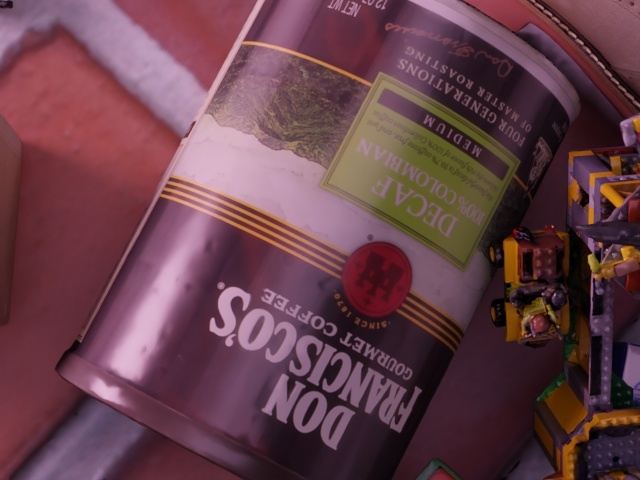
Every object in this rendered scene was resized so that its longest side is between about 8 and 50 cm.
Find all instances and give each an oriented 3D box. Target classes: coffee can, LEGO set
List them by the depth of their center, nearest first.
[{"bbox_3d":[0.266,0.055,0.799,0.331,0.192,0.255,2,111,-10],"label":"LEGO set"},{"bbox_3d":[0.000,0.000,0.909,0.201,0.201,0.275,27,84,-3],"label":"coffee can"}]

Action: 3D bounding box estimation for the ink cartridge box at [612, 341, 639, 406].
[{"bbox_3d":[0.273,0.105,0.979,0.207,0.097,0.046,12,85,-4],"label":"ink cartridge box"}]

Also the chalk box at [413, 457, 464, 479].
[{"bbox_3d":[0.078,0.220,0.879,0.132,0.213,0.132,40,82,26],"label":"chalk box"}]

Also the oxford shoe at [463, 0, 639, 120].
[{"bbox_3d":[0.225,-0.148,0.920,0.397,0.146,0.140,31,56,9],"label":"oxford shoe"}]

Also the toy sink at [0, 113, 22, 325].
[{"bbox_3d":[-0.300,-0.014,0.907,0.234,0.153,0.131,5,86,-6],"label":"toy sink"}]

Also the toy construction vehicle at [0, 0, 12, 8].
[{"bbox_3d":[-0.240,-0.187,0.987,0.098,0.035,0.086,0,97,-3],"label":"toy construction vehicle"}]
